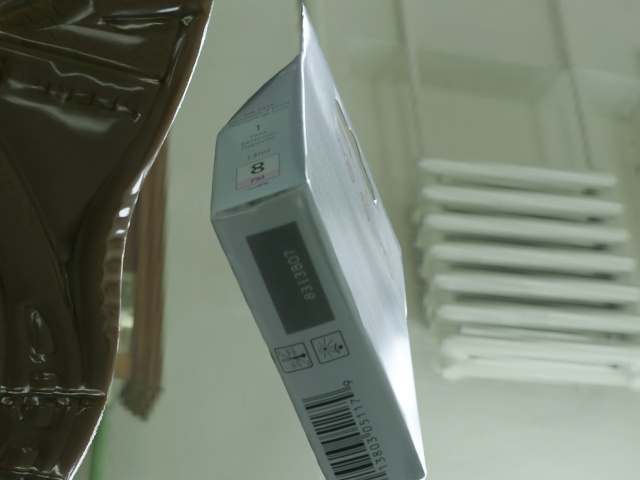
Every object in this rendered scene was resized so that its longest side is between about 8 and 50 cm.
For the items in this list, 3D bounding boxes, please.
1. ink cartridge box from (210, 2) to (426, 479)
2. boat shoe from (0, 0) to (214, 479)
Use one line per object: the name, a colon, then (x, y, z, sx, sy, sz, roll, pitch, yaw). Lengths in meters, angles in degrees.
ink cartridge box: (0.000, 0.000, 0.789, 0.232, 0.066, 0.189, -100, 168, -60)
boat shoe: (-0.137, -0.001, 0.559, 0.341, 0.122, 0.110, -64, -151, 12)
